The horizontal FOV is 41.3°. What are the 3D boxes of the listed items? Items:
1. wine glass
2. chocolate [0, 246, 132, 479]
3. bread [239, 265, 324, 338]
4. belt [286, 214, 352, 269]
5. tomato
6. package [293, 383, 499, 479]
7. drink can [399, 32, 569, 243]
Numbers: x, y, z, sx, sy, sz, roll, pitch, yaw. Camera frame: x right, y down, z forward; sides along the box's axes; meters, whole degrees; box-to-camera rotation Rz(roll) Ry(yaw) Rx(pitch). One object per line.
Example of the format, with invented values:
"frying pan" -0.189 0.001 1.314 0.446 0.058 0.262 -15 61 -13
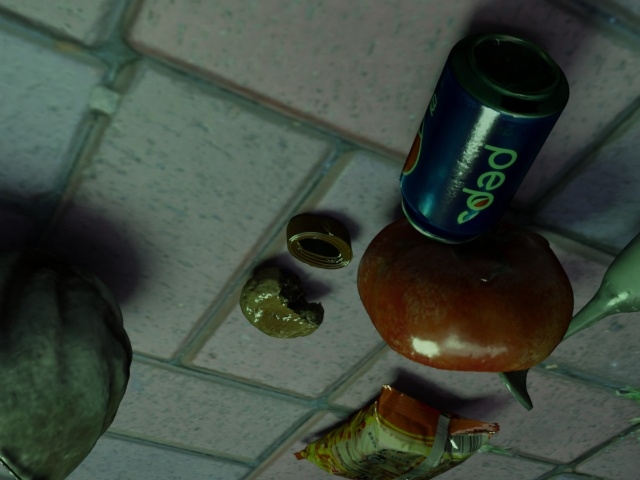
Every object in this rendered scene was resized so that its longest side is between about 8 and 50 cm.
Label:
"wine glass" 0.340 0.051 1.054 0.309 0.264 0.096 -38 96 9
"chocolate" -0.331 0.123 0.979 0.213 0.303 0.303 -42 144 -20
"bread" -0.054 0.078 1.074 0.082 0.060 0.113 -23 133 24
"belt" 0.000 0.000 1.000 0.083 0.036 0.059 21 129 -24
"tomato" 0.156 0.035 0.916 0.236 0.237 0.095 1 124 -3
"package" 0.113 0.325 1.339 0.223 0.108 0.288 19 139 -20
"drink can" 0.152 -0.094 0.827 0.118 0.118 0.205 7 139 -9
